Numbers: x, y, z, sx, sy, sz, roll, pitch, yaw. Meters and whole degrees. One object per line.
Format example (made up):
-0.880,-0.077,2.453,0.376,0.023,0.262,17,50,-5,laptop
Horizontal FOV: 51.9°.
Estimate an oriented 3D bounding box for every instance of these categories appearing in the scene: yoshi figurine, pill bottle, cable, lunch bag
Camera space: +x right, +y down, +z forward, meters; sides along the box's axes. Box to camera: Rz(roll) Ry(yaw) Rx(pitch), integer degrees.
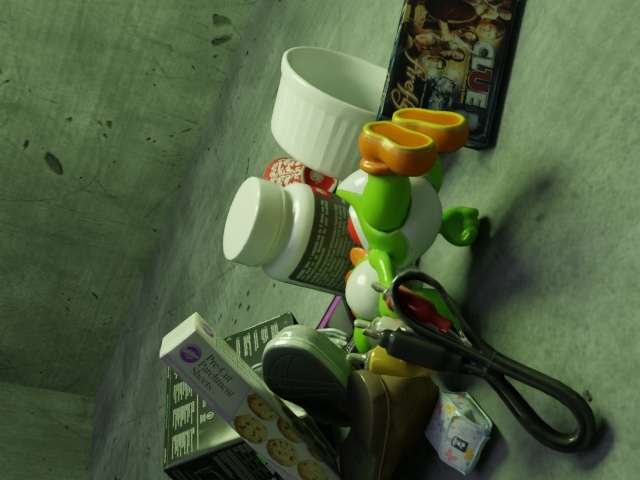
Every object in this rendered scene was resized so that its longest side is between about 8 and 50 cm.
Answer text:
0.132,0.023,0.878,0.203,0.204,0.362,-105,16,-60,yoshi figurine
0.000,0.000,1.065,0.161,0.283,0.161,-43,38,48,pill bottle
0.169,0.123,0.734,0.072,0.287,0.139,-6,-66,-70,cable
0.174,0.240,0.826,0.083,0.053,0.071,51,127,57,lunch bag

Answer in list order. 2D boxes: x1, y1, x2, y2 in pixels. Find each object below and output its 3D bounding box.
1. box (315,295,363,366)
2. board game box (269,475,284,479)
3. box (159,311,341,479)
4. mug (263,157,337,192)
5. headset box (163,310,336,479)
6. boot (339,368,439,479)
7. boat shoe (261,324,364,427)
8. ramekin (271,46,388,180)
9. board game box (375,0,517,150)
0.039,0.178,1.181,0.116,0.029,0.162,-61,26,27,box
-0.038,0.426,1.189,0.186,0.026,0.126,18,91,65,board game box
-0.093,0.241,0.927,0.067,0.324,0.063,-38,19,4,box
-0.039,-0.154,1.461,0.169,0.113,0.150,1,78,61,mug
-0.123,0.290,1.176,0.283,0.131,0.246,-23,38,6,headset box
0.094,0.295,0.910,0.112,0.115,0.305,-124,33,-48,boot
0.007,0.191,0.965,0.118,0.320,0.103,-4,59,22,boat shoe
0.049,-0.212,1.125,0.277,0.277,0.135,-109,35,-52,ramekin
0.189,-0.273,0.979,0.042,0.165,0.243,141,142,-81,board game box
